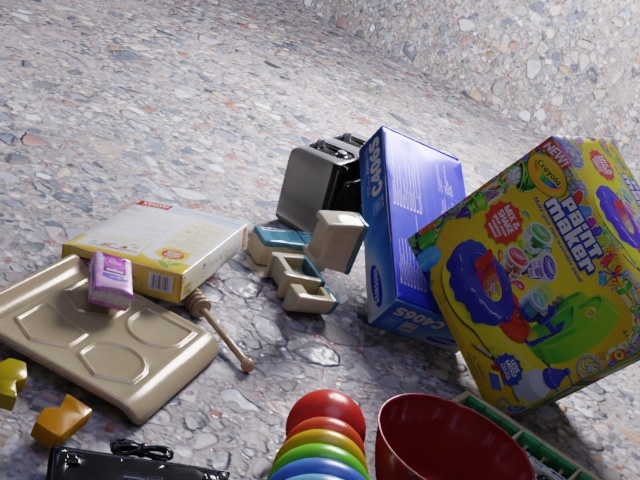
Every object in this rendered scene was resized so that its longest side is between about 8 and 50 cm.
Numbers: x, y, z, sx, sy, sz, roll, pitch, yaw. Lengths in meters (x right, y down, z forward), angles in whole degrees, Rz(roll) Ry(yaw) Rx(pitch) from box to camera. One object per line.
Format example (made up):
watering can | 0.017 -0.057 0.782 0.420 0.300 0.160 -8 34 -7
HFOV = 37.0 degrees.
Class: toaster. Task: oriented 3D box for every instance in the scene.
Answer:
toaster | 0.024 -0.090 1.657 0.110 0.185 0.168 31 32 28

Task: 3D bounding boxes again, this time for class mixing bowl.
mixing bowl | 0.130 0.260 1.042 0.181 0.098 0.181 18 24 -8

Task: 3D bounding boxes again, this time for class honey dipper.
honey dipper | -0.130 0.116 1.232 0.030 0.030 0.161 -2 35 -44

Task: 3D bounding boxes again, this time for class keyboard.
keyboard | -0.174 0.236 0.928 0.180 0.023 0.108 14 30 -19

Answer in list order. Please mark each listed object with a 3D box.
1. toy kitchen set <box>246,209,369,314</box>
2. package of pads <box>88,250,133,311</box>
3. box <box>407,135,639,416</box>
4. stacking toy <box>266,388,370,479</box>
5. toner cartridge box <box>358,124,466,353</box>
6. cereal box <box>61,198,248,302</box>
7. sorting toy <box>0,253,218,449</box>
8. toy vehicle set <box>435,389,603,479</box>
toy kitchen set | 0.000 0.000 1.422 0.122 0.166 0.207 8 26 -29
package of pads | -0.254 0.049 1.157 0.050 0.032 0.083 19 24 -22
box | 0.321 0.051 1.309 0.177 0.279 0.290 -5 64 -47
stacking toy | 0.002 0.241 0.939 0.141 0.141 0.330 20 19 -3
toner cartridge box | 0.152 -0.008 1.488 0.165 0.075 0.347 20 47 -24
cereal box | -0.221 0.008 1.326 0.173 0.047 0.240 13 20 14
sorting toy | -0.272 0.126 1.074 0.229 0.041 0.307 30 24 9
toy vehicle set | 0.246 0.289 1.160 0.267 0.035 0.166 33 25 25
